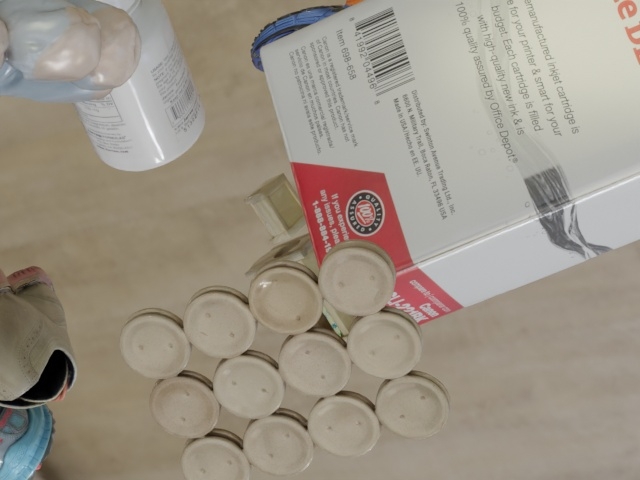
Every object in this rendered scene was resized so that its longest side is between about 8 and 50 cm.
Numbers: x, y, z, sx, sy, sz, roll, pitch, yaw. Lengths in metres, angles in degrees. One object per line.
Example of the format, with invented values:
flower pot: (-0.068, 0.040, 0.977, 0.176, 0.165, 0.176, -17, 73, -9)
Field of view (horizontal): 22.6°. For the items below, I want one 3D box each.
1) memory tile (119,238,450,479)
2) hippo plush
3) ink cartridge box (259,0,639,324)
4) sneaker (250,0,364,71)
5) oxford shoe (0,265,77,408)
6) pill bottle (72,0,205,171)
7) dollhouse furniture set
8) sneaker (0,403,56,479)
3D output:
memory tile: (-0.018, 0.065, 0.792, 0.148, 0.012, 0.113, -18, 112, 18)
hippo plush: (-0.297, -0.248, 1.470, 0.234, 0.236, 0.294, -3, 177, -34)
ink cartridge box: (0.121, -0.081, 1.063, 0.273, 0.197, 0.114, -23, 155, 16)
sneaker: (0.019, -0.207, 1.685, 0.221, 0.083, 0.087, -12, 92, 36)
oxford shoe: (-0.284, 0.104, 1.474, 0.123, 0.348, 0.130, -39, 86, 0)
pill bottle: (-0.214, -0.195, 1.695, 0.131, 0.131, 0.229, 2, 139, 20)
dollhouse furniture set: (0.000, 0.000, 1.686, 0.101, 0.161, 0.182, -22, 105, 45)
sneaker: (-0.359, 0.144, 1.568, 0.125, 0.104, 0.262, 33, 173, -38)
